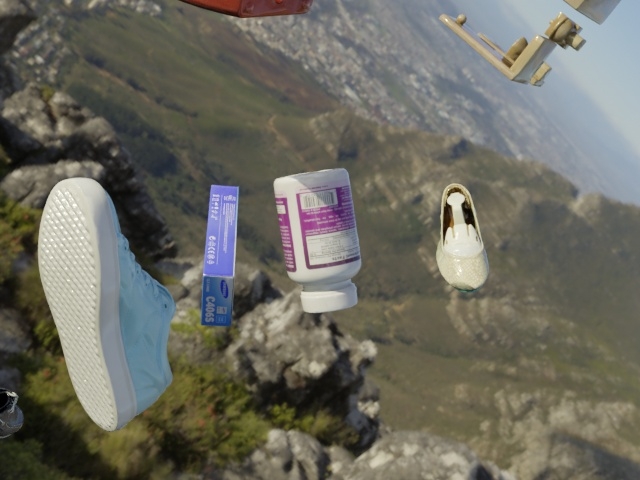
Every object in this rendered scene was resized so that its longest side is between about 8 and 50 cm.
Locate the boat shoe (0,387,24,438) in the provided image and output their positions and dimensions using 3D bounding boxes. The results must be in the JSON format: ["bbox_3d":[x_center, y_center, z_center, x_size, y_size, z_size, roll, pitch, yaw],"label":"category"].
[{"bbox_3d":[-0.561,0.295,1.440,0.206,0.065,0.075,70,-1,-66],"label":"boat shoe"}]

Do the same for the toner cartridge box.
[{"bbox_3d":[-0.245,0.030,2.020,0.075,0.165,0.348,3,40,-6],"label":"toner cartridge box"}]

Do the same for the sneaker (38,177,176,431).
[{"bbox_3d":[-0.275,0.072,1.118,0.135,0.366,0.150,19,33,31],"label":"sneaker"}]

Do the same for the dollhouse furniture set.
[{"bbox_3d":[0.261,-0.287,1.006,0.123,0.151,0.144,46,26,21],"label":"dollhouse furniture set"}]

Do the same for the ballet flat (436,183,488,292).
[{"bbox_3d":[0.157,-0.008,0.942,0.168,0.057,0.052,-88,168,-56],"label":"ballet flat"}]

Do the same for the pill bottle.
[{"bbox_3d":[0.000,0.000,1.814,0.169,0.169,0.302,-26,109,-70],"label":"pill bottle"}]

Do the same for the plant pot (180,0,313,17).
[{"bbox_3d":[-0.128,-0.529,1.444,0.235,0.267,0.267,41,39,26],"label":"plant pot"}]
